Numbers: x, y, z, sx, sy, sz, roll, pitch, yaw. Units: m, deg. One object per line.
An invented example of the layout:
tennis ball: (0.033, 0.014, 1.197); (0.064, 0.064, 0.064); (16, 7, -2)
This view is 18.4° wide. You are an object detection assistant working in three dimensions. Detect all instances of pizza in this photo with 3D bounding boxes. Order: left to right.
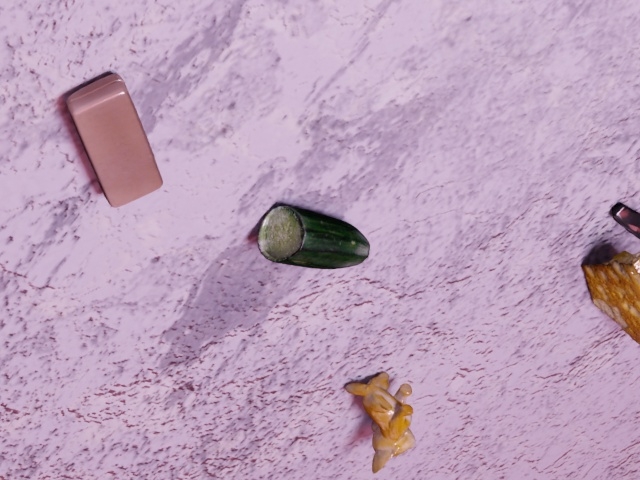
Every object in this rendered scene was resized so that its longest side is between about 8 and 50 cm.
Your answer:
pizza: (0.301, 0.051, 1.879); (0.036, 0.099, 0.160); (-47, 140, -17)

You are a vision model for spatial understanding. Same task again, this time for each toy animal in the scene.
toy animal: (0.055, 0.171, 1.849); (0.081, 0.060, 0.083); (10, 130, -12)

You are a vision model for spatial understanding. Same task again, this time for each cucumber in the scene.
cucumber: (0.000, 0.000, 1.644); (0.105, 0.048, 0.048); (10, 124, -45)

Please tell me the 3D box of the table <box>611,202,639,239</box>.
table: (0.442, 0.009, 1.852); (0.317, 0.317, 0.249); (-41, 128, 7)

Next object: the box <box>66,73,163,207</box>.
box: (-0.153, -0.074, 1.473); (0.048, 0.025, 0.115); (-24, 140, -5)
